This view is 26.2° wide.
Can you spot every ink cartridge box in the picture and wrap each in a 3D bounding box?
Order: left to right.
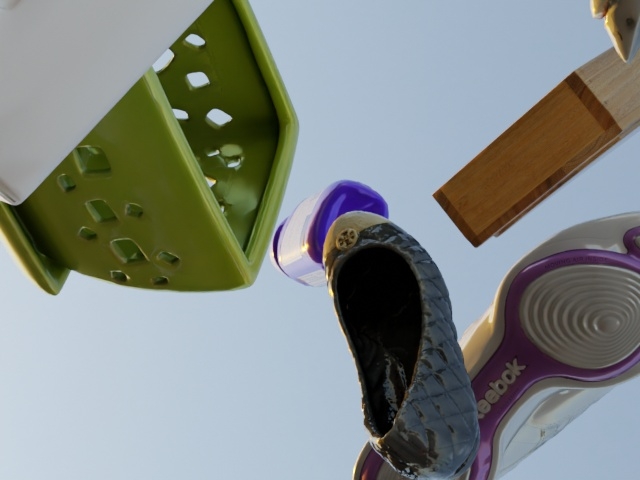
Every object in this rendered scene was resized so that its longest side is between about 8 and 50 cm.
[{"bbox_3d":[-0.191,-0.137,0.827,0.115,0.198,0.273,47,-14,-25],"label":"ink cartridge box"}]

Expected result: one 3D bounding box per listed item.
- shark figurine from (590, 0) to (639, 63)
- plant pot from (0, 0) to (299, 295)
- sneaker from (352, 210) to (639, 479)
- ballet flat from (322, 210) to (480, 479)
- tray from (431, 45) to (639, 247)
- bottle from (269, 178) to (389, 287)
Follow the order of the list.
[{"bbox_3d":[0.232,-0.279,0.964,0.116,0.278,0.166,-4,-126,13],"label":"shark figurine"},{"bbox_3d":[-0.162,-0.097,1.082,0.207,0.227,0.228,-9,-54,19],"label":"plant pot"},{"bbox_3d":[0.145,0.084,0.986,0.305,0.152,0.114,-41,-94,9],"label":"sneaker"},{"bbox_3d":[0.033,0.040,0.651,0.057,0.049,0.173,-40,-141,16],"label":"ballet flat"},{"bbox_3d":[0.298,-0.140,1.362,0.076,0.411,0.203,53,-47,6],"label":"tray"},{"bbox_3d":[0.000,0.000,1.737,0.118,0.092,0.283,-68,-168,-14],"label":"bottle"}]
